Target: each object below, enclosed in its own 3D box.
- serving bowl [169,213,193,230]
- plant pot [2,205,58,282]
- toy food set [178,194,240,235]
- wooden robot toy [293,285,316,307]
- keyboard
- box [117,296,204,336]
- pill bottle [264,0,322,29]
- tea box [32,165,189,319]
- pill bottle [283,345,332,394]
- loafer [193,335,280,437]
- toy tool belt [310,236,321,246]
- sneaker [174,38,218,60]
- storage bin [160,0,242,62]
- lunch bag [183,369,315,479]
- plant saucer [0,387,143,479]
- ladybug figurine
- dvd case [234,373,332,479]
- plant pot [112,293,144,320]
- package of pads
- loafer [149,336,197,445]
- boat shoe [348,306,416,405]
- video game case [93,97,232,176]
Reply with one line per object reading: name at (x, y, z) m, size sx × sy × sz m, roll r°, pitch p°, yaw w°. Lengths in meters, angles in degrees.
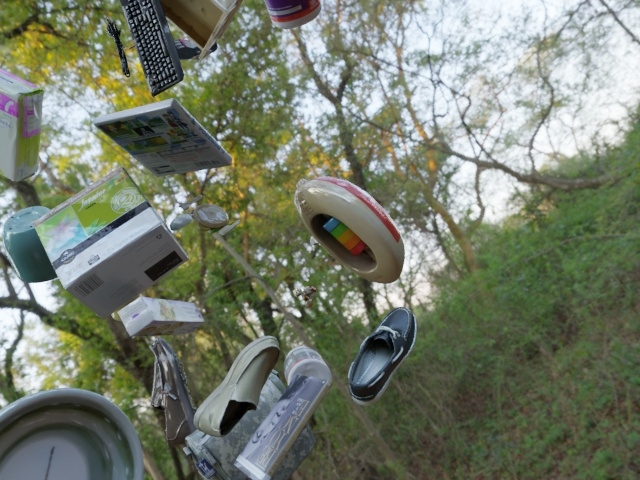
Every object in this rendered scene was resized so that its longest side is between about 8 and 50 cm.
serving bowl at (-0.474, -0.066, 1.742) m, size 0.083 × 0.027 × 0.083 m, roll -21°, pitch 23°, yaw 10°
plant pot at (-1.204, -0.003, 2.211) m, size 0.293 × 0.293 × 0.235 m, roll -27°, pitch -47°, yaw -22°
toy food set at (-0.386, -0.079, 1.804) m, size 0.132 × 0.192 × 0.038 m, roll -43°, pitch -18°, yaw -50°
wooden robot toy at (-0.049, 0.244, 2.194) m, size 0.076 × 0.079 × 0.173 m, roll -29°, pitch -23°, yaw 10°
keyboard at (-0.498, -0.549, 1.420) m, size 0.201 × 0.317 × 0.033 m, roll -20°, pitch -3°, yaw 24°
box at (-0.367, 0.184, 1.229) m, size 0.067 × 0.063 × 0.324 m, roll -32°, pitch -11°, yaw -1°
pill bottle at (-0.119, -0.855, 1.632) m, size 0.181 × 0.181 × 0.323 m, roll -31°, pitch -45°, yaw -7°
tea box at (-0.656, 0.002, 1.632) m, size 0.329 × 0.323 × 0.220 m, roll -37°, pitch -34°, yaw -12°
pill bottle at (-0.057, 0.501, 1.974) m, size 0.161 × 0.161 × 0.283 m, roll -31°, pitch 5°, yaw -8°
loafer at (-0.174, 0.346, 1.202) m, size 0.268 × 0.092 × 0.102 m, roll -52°, pitch -41°, yaw -13°
toy tool belt at (0.000, 0.000, 2.101) m, size 0.051 × 0.052 × 0.083 m, roll 7°, pitch -4°, yaw -40°
sneaker at (-0.444, -0.644, 1.774) m, size 0.178 × 0.072 × 0.077 m, roll -14°, pitch 1°, yaw -25°
storage bin at (-0.387, -0.694, 1.483) m, size 0.260 × 0.262 × 0.123 m, roll -29°, pitch 27°, yaw 54°
lunch bag at (-0.192, 0.524, 1.372) m, size 0.212 × 0.256 × 0.305 m, roll 9°, pitch 39°, yaw 46°
plant saucer at (-0.573, 0.517, 1.082) m, size 0.100 × 0.400 × 0.400 m, roll -15°, pitch -1°, yaw 38°
ladybug figurine at (0.106, -0.051, 1.685) m, size 0.162 × 0.449 × 0.305 m, roll -50°, pitch 10°, yaw -28°
dvd case at (-0.076, 0.361, 1.013) m, size 0.221 × 0.018 × 0.164 m, roll -53°, pitch 14°, yaw -23°
plant pot at (-0.721, 0.219, 1.920) m, size 0.134 × 0.134 × 0.095 m, roll -26°, pitch -53°, yaw -26°
package of pads at (-0.933, -0.345, 1.509) m, size 0.296 × 0.229 × 0.101 m, roll -66°, pitch -6°, yaw 31°
loafer at (-0.489, 0.483, 1.653) m, size 0.130 × 0.366 × 0.134 m, roll -21°, pitch -26°, yaw -13°
boat shoe at (0.167, 0.281, 1.342) m, size 0.302 × 0.114 × 0.091 m, roll -59°, pitch -34°, yaw -35°
video game case at (-0.496, -0.315, 1.647) m, size 0.329 × 0.036 × 0.300 m, roll -3°, pitch -29°, yaw 27°
